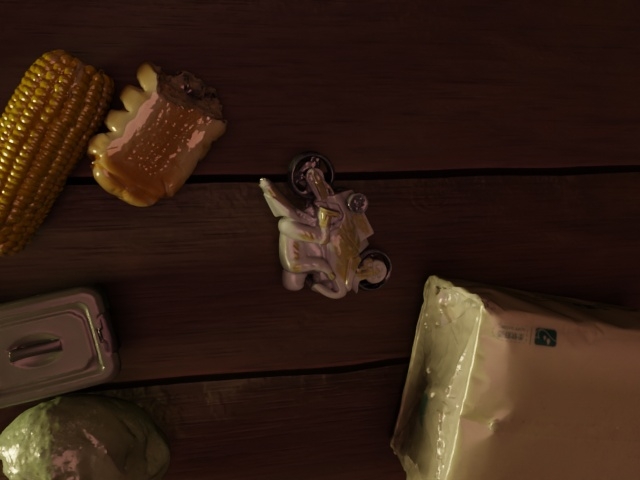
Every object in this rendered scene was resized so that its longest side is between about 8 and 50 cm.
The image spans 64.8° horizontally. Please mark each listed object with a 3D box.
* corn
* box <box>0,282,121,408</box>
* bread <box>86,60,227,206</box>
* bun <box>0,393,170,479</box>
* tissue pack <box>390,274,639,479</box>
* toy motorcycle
[{"bbox_3d":[-0.328,-0.101,0.579,0.093,0.093,0.244,30,93,-15],"label":"corn"},{"bbox_3d":[-0.334,0.119,0.619,0.172,0.093,0.123,-12,101,-9],"label":"box"},{"bbox_3d":[-0.195,-0.127,0.599,0.119,0.084,0.177,38,89,-34],"label":"bread"},{"bbox_3d":[-0.291,0.290,0.612,0.204,0.126,0.212,-31,131,0],"label":"bun"},{"bbox_3d":[0.318,0.220,0.704,0.381,0.207,0.297,7,98,-12],"label":"tissue pack"},{"bbox_3d":[0.000,0.000,0.673,0.151,0.074,0.228,-37,114,-8],"label":"toy motorcycle"}]
